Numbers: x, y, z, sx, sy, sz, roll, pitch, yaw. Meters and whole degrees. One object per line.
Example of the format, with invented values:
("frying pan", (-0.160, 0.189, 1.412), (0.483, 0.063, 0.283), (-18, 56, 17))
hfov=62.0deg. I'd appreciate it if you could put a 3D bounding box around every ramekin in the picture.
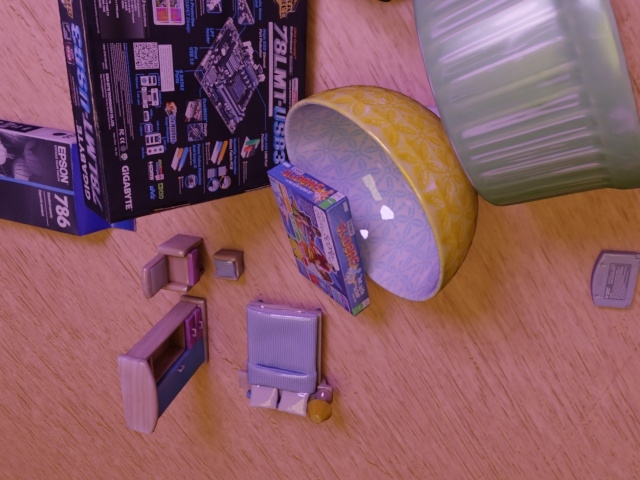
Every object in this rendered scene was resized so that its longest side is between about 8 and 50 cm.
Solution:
("ramekin", (0.212, -0.181, 0.545), (0.148, 0.303, 0.304), (-16, 108, 29))

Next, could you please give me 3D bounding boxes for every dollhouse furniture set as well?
("dollhouse furniture set", (-0.129, 0.173, 0.844), (0.303, 0.198, 0.287), (8, 115, 12))

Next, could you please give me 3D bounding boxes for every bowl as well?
("bowl", (0.102, -0.082, 0.673), (0.156, 0.289, 0.290), (-35, 103, -17))

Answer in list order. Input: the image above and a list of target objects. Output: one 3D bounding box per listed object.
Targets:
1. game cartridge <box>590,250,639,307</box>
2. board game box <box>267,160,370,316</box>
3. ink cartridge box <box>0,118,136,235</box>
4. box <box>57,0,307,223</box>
("game cartridge", (0.409, 0.054, 0.742), (0.055, 0.017, 0.083), (3, 113, 11))
("board game box", (0.000, 0.000, 0.745), (0.136, 0.035, 0.201), (36, 152, 41))
("ink cartridge box", (-0.478, -0.108, 0.899), (0.332, 0.065, 0.166), (10, 114, 11))
("box", (-0.145, -0.194, 0.646), (0.073, 0.293, 0.296), (26, 123, 39))
